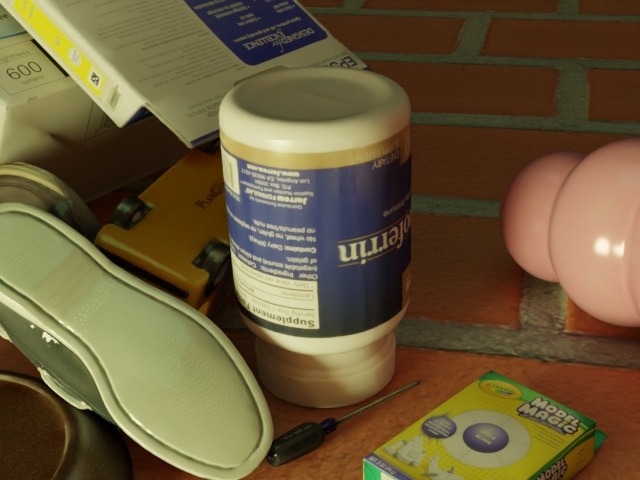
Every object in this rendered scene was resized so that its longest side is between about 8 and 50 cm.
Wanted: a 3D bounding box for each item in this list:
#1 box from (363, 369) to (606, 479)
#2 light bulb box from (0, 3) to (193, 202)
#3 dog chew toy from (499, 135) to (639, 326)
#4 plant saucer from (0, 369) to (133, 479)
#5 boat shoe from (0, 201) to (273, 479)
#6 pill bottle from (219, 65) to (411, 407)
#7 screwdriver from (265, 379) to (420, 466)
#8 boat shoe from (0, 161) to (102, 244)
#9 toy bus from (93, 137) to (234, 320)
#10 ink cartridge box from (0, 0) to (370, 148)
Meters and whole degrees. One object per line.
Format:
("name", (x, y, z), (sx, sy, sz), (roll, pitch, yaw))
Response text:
("box", (0.130, 0.161, 0.773), (0.179, 0.043, 0.105), (-25, 35, -39))
("light bulb box", (-0.360, -0.240, 1.253), (0.361, 0.225, 0.358), (43, 45, 18))
("dog chew toy", (0.305, -0.003, 0.922), (0.207, 0.206, 0.332), (-25, 26, -36))
("plant saucer", (-0.300, 0.183, 0.762), (0.311, 0.050, 0.310), (-2, 28, 1))
("boat shoe", (-0.164, 0.088, 0.823), (0.302, 0.091, 0.114), (43, 60, 13))
("pill bottle", (0.000, 0.000, 0.853), (0.153, 0.264, 0.153), (-2, 29, 1))
("screwdriver", (0.021, 0.146, 0.841), (0.170, 0.024, 0.025), (-20, 3, -42))
("boat shoe", (-0.348, 0.012, 1.005), (0.356, 0.132, 0.130), (-1, 40, 43))
("toy bus", (-0.113, -0.015, 1.017), (0.108, 0.130, 0.332), (27, 33, 5))
("ink cartridge box", (-0.147, -0.233, 1.138), (0.307, 0.072, 0.304), (48, 45, 13))
